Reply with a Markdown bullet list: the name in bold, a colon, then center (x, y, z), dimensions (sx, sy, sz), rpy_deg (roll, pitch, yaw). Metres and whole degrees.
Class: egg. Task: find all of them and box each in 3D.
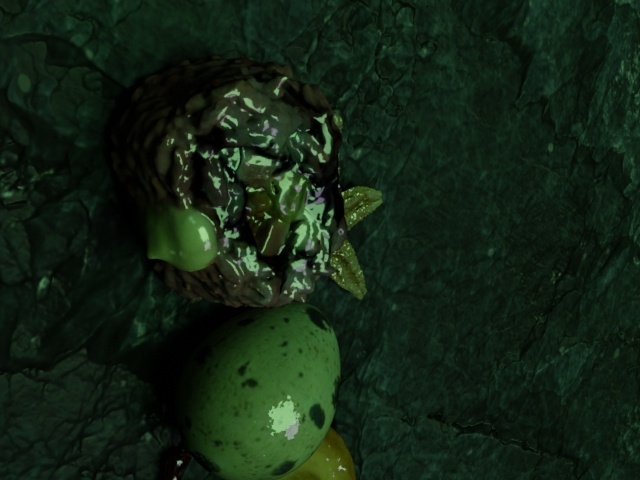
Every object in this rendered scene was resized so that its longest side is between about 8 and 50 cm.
- **egg**: center (-0.063, 0.164, 1.155), dimensions (0.228, 0.177, 0.177), rpy_deg (-54, 134, -31)

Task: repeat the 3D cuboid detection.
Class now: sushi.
- **sushi**: center (-0.089, -0.050, 1.061), dimensions (0.236, 0.170, 0.270), rpy_deg (-34, 123, -34)

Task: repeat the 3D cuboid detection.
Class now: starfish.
- **starfish**: center (0.005, 0.001, 1.275), dimensions (0.231, 0.048, 0.295), rpy_deg (23, 85, -48)

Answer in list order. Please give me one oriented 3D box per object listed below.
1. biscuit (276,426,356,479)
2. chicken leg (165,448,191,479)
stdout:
- **biscuit**: center (-0.041, 0.361, 1.301), dimensions (0.213, 0.091, 0.274), rpy_deg (36, 73, -44)
- **chicken leg**: center (-0.195, 0.347, 1.161), dimensions (0.219, 0.048, 0.089), rpy_deg (-57, 138, -19)
